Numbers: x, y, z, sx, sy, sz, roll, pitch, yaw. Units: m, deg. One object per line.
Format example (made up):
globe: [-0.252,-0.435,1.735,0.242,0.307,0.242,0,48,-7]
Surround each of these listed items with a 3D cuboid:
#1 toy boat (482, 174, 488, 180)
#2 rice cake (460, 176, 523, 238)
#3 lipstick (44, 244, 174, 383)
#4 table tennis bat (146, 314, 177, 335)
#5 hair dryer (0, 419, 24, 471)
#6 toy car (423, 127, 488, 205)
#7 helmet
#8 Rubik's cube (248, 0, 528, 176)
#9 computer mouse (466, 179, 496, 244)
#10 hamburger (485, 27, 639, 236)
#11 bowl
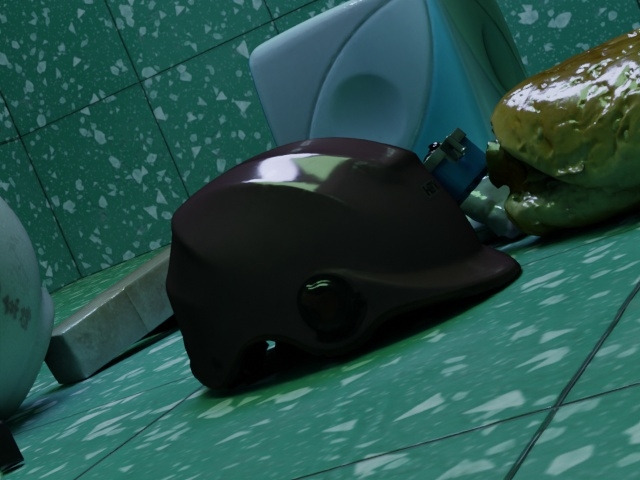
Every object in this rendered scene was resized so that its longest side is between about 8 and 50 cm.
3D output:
toy boat: [0.211,-0.083,1.856,0.229,0.088,0.089,-21,4,25]
rice cake: [0.250,-0.060,1.581,0.080,0.042,0.222,28,36,32]
lipstick: [-0.241,0.075,1.998,0.080,0.076,0.371,-17,15,46]
table tennis bat: [-0.238,0.119,2.084,0.236,0.027,0.150,-24,5,-32]
hair dryer: [-0.320,0.210,1.417,0.026,0.047,0.083,-24,-9,-17]
toy car: [0.115,-0.025,1.486,0.191,0.100,0.097,-52,-5,40]
helmet: [0.000,0.000,1.339,0.338,0.197,0.271,-21,3,26]
Rubik's cube: [0.131,-0.228,2.257,0.352,0.351,0.347,-18,6,23]
computer mouse: [0.094,-0.036,1.659,0.288,0.097,0.159,-11,13,34]
hamburger: [0.269,-0.105,1.426,0.209,0.162,0.330,-20,10,18]
bowl: [-0.460,0.115,1.760,0.196,0.434,0.435,24,-19,-26]
